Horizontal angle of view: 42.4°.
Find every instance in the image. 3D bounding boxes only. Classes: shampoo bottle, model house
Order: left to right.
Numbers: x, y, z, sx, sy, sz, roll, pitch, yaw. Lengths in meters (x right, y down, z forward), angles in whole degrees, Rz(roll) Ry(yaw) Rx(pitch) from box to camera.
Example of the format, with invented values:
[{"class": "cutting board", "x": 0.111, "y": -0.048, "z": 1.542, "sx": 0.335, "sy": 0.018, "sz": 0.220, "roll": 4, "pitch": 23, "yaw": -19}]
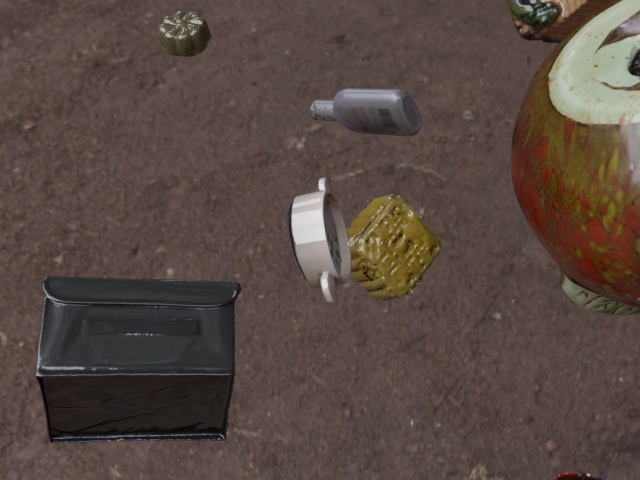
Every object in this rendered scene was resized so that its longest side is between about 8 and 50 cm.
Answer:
[{"class": "shampoo bottle", "x": 0.059, "y": -0.182, "z": 1.161, "sx": 0.165, "sy": 0.080, "sz": 0.040, "roll": 10, "pitch": 61, "yaw": 38}, {"class": "model house", "x": 0.312, "y": -0.347, "z": 0.957, "sx": 0.166, "sy": 0.172, "sz": 0.183, "roll": -1, "pitch": 76, "yaw": -31}]

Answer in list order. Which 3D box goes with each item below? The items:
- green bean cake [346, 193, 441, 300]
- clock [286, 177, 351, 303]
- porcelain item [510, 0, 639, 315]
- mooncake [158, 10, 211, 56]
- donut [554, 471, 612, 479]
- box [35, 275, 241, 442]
[{"class": "green bean cake", "x": 0.181, "y": 0.018, "z": 2.149, "sx": 0.224, "sy": 0.131, "sz": 0.230, "roll": 45, "pitch": 69, "yaw": -13}, {"class": "clock", "x": 0.000, "y": 0.000, "z": 1.305, "sx": 0.063, "sy": 0.156, "sz": 0.229, "roll": -10, "pitch": 57, "yaw": 15}, {"class": "porcelain item", "x": 0.256, "y": -0.043, "z": 0.517, "sx": 0.252, "sy": 0.253, "sz": 0.253, "roll": -3, "pitch": 49, "yaw": 3}, {"class": "mooncake", "x": -0.299, "y": -0.240, "z": 0.891, "sx": 0.346, "sy": 0.057, "sz": 0.150, "roll": -7, "pitch": 44, "yaw": -20}, {"class": "donut", "x": 0.408, "y": 0.430, "z": 1.157, "sx": 0.235, "sy": 0.089, "sz": 0.235, "roll": 24, "pitch": 23, "yaw": -11}, {"class": "box", "x": -0.323, "y": 0.219, "z": 1.491, "sx": 0.344, "sy": 0.251, "sz": 0.205, "roll": 2, "pitch": 50, "yaw": -11}]
